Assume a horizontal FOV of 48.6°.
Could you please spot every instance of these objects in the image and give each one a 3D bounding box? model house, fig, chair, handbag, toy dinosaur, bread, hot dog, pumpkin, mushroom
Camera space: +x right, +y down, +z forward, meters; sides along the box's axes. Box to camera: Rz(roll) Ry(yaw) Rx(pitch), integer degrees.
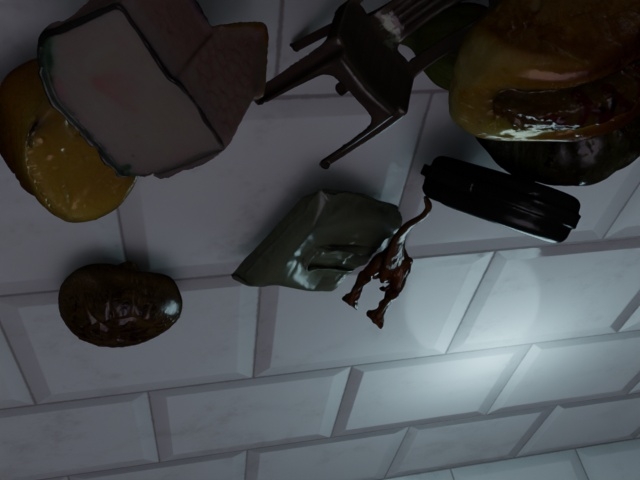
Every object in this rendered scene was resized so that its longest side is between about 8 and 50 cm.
[{"bbox_3d":[-0.219,-0.250,0.963,0.202,0.237,0.237,-14,127,34],"label":"model house"},{"bbox_3d":[0.165,-0.310,1.127,0.245,0.149,0.149,6,143,5],"label":"fig"},{"bbox_3d":[0.092,-0.270,0.999,0.326,0.183,0.175,-26,125,38],"label":"chair"},{"bbox_3d":[0.001,0.003,1.455,0.253,0.109,0.316,9,138,-40],"label":"handbag"},{"bbox_3d":[0.136,0.065,1.425,0.097,0.208,0.432,33,167,1],"label":"toy dinosaur"},{"bbox_3d":[-0.383,-0.155,1.083,0.195,0.143,0.269,-28,142,-27],"label":"bread"},{"bbox_3d":[0.372,-0.274,0.992,0.405,0.223,0.185,-44,159,-21],"label":"hot dog"},{"bbox_3d":[0.326,-0.078,1.318,0.254,0.308,0.093,12,99,-38],"label":"handbag"},{"bbox_3d":[0.448,-0.195,1.255,0.325,0.232,0.242,-18,146,11],"label":"pumpkin"},{"bbox_3d":[-0.414,0.135,1.467,0.253,0.153,0.253,-5,151,-3],"label":"mushroom"}]
